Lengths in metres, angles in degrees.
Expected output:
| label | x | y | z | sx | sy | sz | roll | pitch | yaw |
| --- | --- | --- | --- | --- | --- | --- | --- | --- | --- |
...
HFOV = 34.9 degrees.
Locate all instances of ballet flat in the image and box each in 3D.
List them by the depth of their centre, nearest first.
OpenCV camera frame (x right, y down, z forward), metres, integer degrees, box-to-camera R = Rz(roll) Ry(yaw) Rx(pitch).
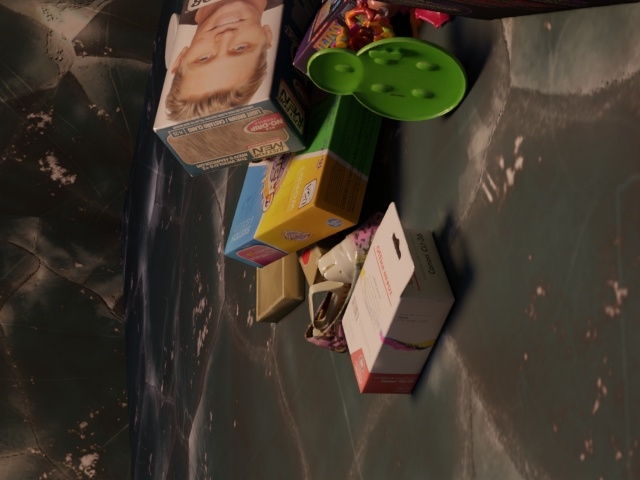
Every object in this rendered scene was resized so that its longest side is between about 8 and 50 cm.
| label | x | y | z | sx | sy | sz | roll | pitch | yaw |
| --- | --- | --- | --- | --- | --- | --- | --- | --- | --- |
| ballet flat | 0.028 | 0.058 | 1.310 | 0.077 | 0.079 | 0.221 | -106 | 27 | -50 |

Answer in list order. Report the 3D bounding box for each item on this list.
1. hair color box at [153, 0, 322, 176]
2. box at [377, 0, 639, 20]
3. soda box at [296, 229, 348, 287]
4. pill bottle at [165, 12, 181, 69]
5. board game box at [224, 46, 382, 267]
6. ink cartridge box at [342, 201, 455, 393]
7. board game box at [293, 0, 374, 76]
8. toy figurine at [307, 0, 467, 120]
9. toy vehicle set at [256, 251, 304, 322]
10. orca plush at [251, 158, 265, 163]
| label | x | y | z | sx | sy | sz | roll | pitch | yaw |
| --- | --- | --- | --- | --- | --- | --- | --- | --- | --- |
| hair color box | -0.102 | -0.265 | 1.392 | 0.105 | 0.173 | 0.347 | 53 | -148 | -46 |
| box | 0.149 | -0.280 | 0.884 | 0.270 | 0.165 | 0.143 | -153 | 69 | -70 |
| soda box | 0.000 | 0.000 | 1.447 | 0.181 | 0.058 | 0.061 | -115 | 34 | -56 |
| pill bottle | -0.162 | -0.336 | 1.795 | 0.119 | 0.208 | 0.119 | -175 | 90 | -72 |
| board game box | -0.021 | -0.108 | 1.390 | 0.316 | 0.064 | 0.242 | -26 | 47 | 62 |
| ink cartridge box | 0.089 | 0.066 | 1.137 | 0.115 | 0.067 | 0.198 | -104 | 24 | -45 |
| board game box | 0.033 | -0.290 | 1.287 | 0.141 | 0.048 | 0.170 | -46 | 16 | 27 |
| toy figurine | 0.082 | -0.237 | 1.133 | 0.130 | 0.173 | 0.159 | 91 | -173 | -58 |
| toy vehicle set | -0.068 | -0.011 | 1.697 | 0.166 | 0.035 | 0.267 | 138 | 134 | -65 |
| orca plush | -0.104 | -0.241 | 1.490 | 0.151 | 0.102 | 0.287 | -34 | 36 | 56 |
